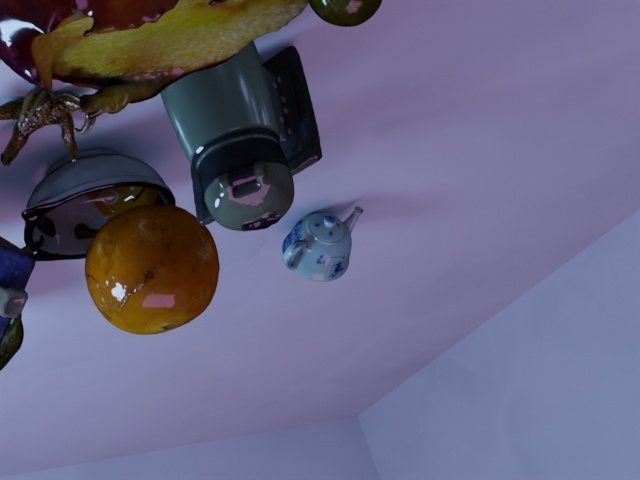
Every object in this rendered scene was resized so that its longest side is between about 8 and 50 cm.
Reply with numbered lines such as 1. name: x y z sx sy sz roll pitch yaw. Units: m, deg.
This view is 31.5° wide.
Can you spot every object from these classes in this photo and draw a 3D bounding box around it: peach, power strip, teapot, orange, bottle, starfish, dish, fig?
1. peach: -0.206 -0.328 1.335 0.416 0.353 0.339 22 156 -27
2. power strip: -0.131 -0.185 1.875 0.251 0.257 0.092 -26 141 18
3. teapot: 0.000 0.000 2.546 0.232 0.159 0.159 -30 168 -38
4. orange: -0.295 0.051 1.997 0.240 0.240 0.240 -17 158 -7
5. bottle: -0.144 -0.181 1.725 0.168 0.347 0.168 -17 160 -7
6. starfish: -0.459 -0.182 1.815 0.190 0.074 0.146 0 149 -41
7. dish: -0.411 -0.077 2.038 0.303 0.120 0.303 -17 158 -7
8. fig: -0.007 -0.409 1.676 0.236 0.124 0.124 31 129 -33

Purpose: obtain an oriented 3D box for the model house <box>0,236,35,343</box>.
1. model house: -0.637 0.064 1.872 0.245 0.280 0.312 -64 152 2

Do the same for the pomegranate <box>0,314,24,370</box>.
1. pomegranate: -0.719 0.161 2.277 0.204 0.276 0.222 -41 121 -20

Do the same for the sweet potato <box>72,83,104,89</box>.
1. sweet potato: -0.389 -0.280 1.676 0.057 0.057 0.264 -25 155 11
